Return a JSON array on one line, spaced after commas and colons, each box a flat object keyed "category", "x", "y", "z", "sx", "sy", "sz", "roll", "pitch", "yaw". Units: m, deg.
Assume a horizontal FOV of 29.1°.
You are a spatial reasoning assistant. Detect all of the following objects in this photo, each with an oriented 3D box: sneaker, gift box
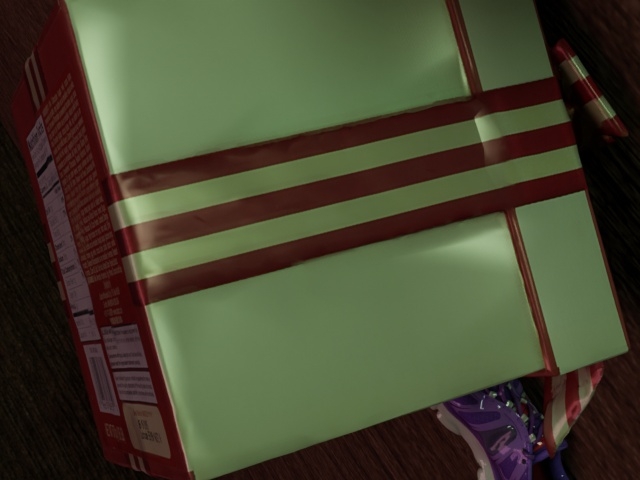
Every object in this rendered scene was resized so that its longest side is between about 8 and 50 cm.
[{"category": "sneaker", "x": 0.129, "y": 0.118, "z": 0.828, "sx": 0.071, "sy": 0.068, "sz": 0.170, "roll": -5, "pitch": 121, "yaw": 54}, {"category": "gift box", "x": 0.000, "y": 0.000, "z": 0.660, "sx": 0.255, "sy": 0.258, "sz": 0.276, "roll": 175, "pitch": 80, "yaw": -69}]
